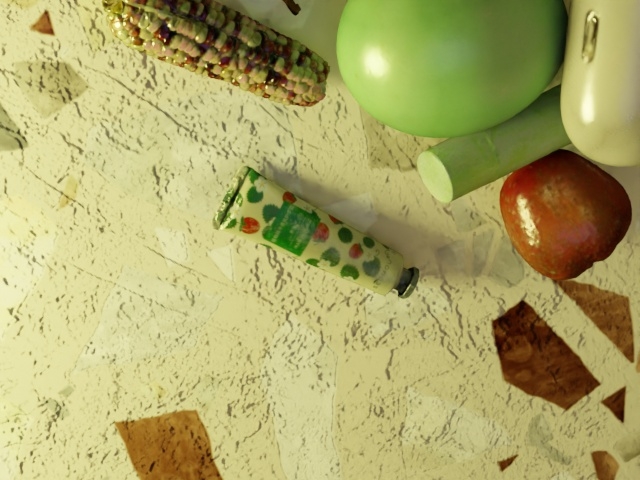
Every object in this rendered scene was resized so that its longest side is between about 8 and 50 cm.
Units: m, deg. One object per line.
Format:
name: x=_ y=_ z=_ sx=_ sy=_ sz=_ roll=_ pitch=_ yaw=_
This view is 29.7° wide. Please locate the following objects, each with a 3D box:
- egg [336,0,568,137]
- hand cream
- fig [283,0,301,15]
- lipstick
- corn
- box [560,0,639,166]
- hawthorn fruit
egg: x=0.151 y=-0.229 z=1.383 sx=0.269 sy=0.220 sz=0.220 roll=-10 pitch=115 yaw=-16
hand cream: x=0.000 y=0.000 z=1.555 sx=0.276 sy=0.059 sz=0.095 roll=25 pitch=106 yaw=-13
fig: x=-0.054 y=-0.339 z=1.362 sx=0.146 sy=0.134 sz=0.201 roll=4 pitch=122 yaw=0
lipstick: x=0.263 y=-0.137 z=1.468 sx=0.304 sy=0.076 sz=0.076 roll=-26 pitch=116 yaw=-19
corn: x=-0.120 y=-0.236 z=1.419 sx=0.280 sy=0.092 sz=0.092 roll=19 pitch=109 yaw=-21
box: x=0.419 y=-0.232 z=1.392 sx=0.349 sy=0.141 sz=0.289 roll=-7 pitch=105 yaw=-40
hawthorn fruit: x=0.292 y=-0.055 z=1.530 sx=0.162 sy=0.162 sz=0.203 roll=-38 pitch=93 yaw=9
